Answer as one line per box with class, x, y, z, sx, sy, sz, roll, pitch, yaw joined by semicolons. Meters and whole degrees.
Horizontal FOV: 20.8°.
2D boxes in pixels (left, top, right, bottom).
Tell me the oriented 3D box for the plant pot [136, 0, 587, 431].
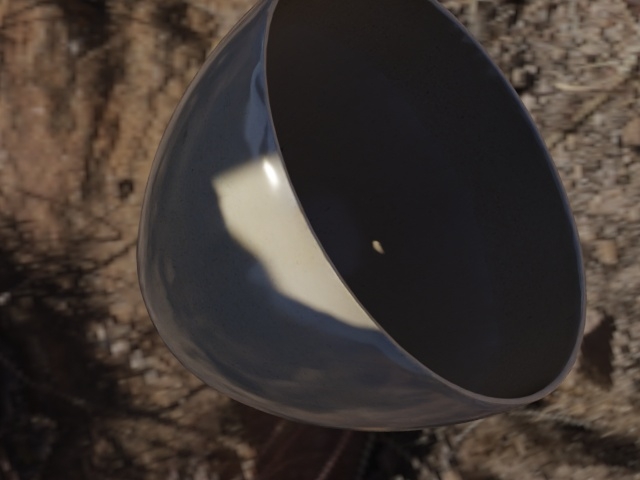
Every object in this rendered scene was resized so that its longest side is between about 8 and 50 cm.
plant pot;0.000;0.000;1.052;0.191;0.284;0.284;-30;79;34
